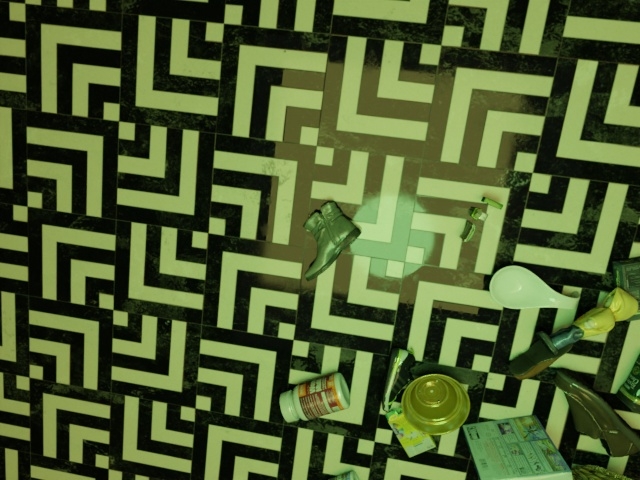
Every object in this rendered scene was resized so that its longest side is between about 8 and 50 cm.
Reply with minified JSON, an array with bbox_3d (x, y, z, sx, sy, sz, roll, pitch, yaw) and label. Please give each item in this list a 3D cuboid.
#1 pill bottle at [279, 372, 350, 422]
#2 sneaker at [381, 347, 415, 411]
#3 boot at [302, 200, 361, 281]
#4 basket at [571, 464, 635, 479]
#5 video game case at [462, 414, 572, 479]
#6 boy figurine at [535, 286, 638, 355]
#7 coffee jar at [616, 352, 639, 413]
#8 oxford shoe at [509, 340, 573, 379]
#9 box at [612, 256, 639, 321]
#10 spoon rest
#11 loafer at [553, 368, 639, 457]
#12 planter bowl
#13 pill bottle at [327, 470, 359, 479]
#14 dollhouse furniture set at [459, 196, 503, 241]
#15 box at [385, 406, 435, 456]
[{"bbox_3d":[-0.019,0.539,1.446,0.221,0.121,0.121,-20,98,10],"label":"pill bottle"},{"bbox_3d":[0.264,0.472,1.419,0.097,0.084,0.234,11,102,3],"label":"sneaker"},{"bbox_3d":[0.000,0.000,1.375,0.161,0.083,0.246,44,97,4],"label":"boot"},{"bbox_3d":[0.925,0.870,1.351,0.223,0.213,0.299,-26,96,8],"label":"basket"},{"bbox_3d":[0.598,0.663,1.321,0.244,0.269,0.061,-13,100,9],"label":"video game case"},{"bbox_3d":[0.798,0.242,1.263,0.285,0.177,0.092,-36,68,13],"label":"boy figurine"},{"bbox_3d":[1.007,0.443,1.320,0.079,0.096,0.184,21,102,1],"label":"coffee jar"},{"bbox_3d":[0.712,0.379,1.368,0.212,0.076,0.076,-33,125,8],"label":"oxford shoe"},{"bbox_3d":[1.022,0.134,1.280,0.233,0.059,0.183,-12,99,8],"label":"box"},{"bbox_3d":[0.667,0.160,1.315,0.276,0.084,0.137,13,102,3],"label":"spoon rest"},{"bbox_3d":[0.862,0.562,1.340,0.366,0.134,0.130,45,102,-3],"label":"loafer"},{"bbox_3d":[0.376,0.523,1.412,0.217,0.090,0.217,1,101,6],"label":"planter bowl"},{"bbox_3d":[0.069,0.889,1.523,0.137,0.078,0.078,-26,96,10],"label":"pill bottle"},{"bbox_3d":[0.491,-0.054,1.299,0.059,0.076,0.151,25,102,2],"label":"dollhouse furniture set"},{"bbox_3d":[0.308,0.650,1.469,0.105,0.043,0.179,-29,98,11],"label":"box"}]
